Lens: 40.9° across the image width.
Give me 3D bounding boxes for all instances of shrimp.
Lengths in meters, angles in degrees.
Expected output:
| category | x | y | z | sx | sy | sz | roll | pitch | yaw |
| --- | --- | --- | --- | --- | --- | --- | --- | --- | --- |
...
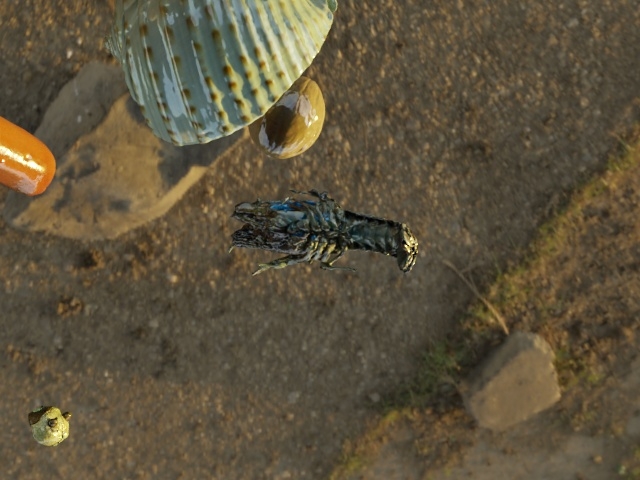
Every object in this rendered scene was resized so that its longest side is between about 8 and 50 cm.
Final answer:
| category | x | y | z | sx | sy | sz | roll | pitch | yaw |
| --- | --- | --- | --- | --- | --- | --- | --- | --- | --- |
| shrimp | 0.002 | -0.001 | 0.778 | 0.174 | 0.076 | 0.082 | 8 | 108 | 9 |

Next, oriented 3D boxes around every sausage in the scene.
| category | x | y | z | sx | sy | sz | roll | pitch | yaw |
| --- | --- | --- | --- | --- | --- | --- | --- | --- | --- |
| sausage | -0.572 | -0.171 | 1.428 | 0.094 | 0.097 | 0.348 | -21 | 153 | 19 |

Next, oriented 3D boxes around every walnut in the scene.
| category | x | y | z | sx | sy | sz | roll | pitch | yaw |
| --- | --- | --- | --- | --- | --- | --- | --- | --- | --- |
| walnut | -0.063 | -0.230 | 1.596 | 0.140 | 0.140 | 0.162 | 16 | 92 | -18 |

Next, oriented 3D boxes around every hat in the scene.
| category | x | y | z | sx | sy | sz | roll | pitch | yaw |
| --- | --- | --- | --- | --- | --- | --- | --- | --- | --- |
| hat | -0.528 | 0.362 | 1.690 | 0.059 | 0.076 | 0.077 | -24 | 157 | 11 |

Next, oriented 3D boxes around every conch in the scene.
| category | x | y | z | sx | sy | sz | roll | pitch | yaw |
| --- | --- | --- | --- | --- | --- | --- | --- | --- | --- |
| conch | -0.160 | -0.298 | 1.183 | 0.319 | 0.303 | 0.215 | -23 | 138 | 25 |
